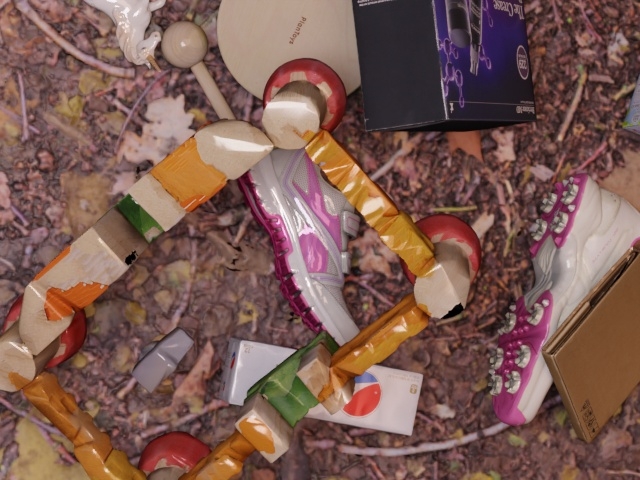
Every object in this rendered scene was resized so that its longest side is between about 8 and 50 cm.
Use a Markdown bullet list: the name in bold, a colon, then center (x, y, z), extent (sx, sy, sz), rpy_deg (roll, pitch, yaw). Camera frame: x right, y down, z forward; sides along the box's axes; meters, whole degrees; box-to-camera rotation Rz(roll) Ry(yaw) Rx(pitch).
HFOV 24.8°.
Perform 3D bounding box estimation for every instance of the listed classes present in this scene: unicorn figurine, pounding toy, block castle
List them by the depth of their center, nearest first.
- **block castle**: center (-0.091, 0.059, 1.470), extent (0.453, 0.213, 0.303), rpy_deg (-40, 97, 12)
- **unicorn figurine**: center (-0.213, -0.262, 1.595), extent (0.162, 0.060, 0.111), rpy_deg (30, 82, 4)
- **pounding toy**: center (-0.042, -0.235, 1.627), extent (0.237, 0.110, 0.183), rpy_deg (-33, 110, 16)

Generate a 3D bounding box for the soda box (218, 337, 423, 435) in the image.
- **soda box**: center (0.000, 0.164, 1.632), extent (0.216, 0.069, 0.074), rpy_deg (12, 86, -14)

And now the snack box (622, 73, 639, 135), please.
- **snack box**: center (0.483, -0.203, 1.767), extent (0.174, 0.070, 0.207), rpy_deg (21, 83, -14)

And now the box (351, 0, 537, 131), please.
- **box**: center (0.138, -0.213, 1.582), extent (0.103, 0.261, 0.184), rpy_deg (-3, 93, 29)

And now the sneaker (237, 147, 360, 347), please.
- **sneaker**: center (0.000, 0.000, 1.618), extent (0.111, 0.103, 0.252), rpy_deg (-23, 95, -13)

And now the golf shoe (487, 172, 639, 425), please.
- **golf shoe**: center (0.296, 0.080, 1.693), extent (0.140, 0.115, 0.306), rpy_deg (23, 84, -17)

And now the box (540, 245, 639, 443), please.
- **box**: center (0.332, 0.124, 1.677), extent (0.164, 0.021, 0.201), rpy_deg (-47, 140, -15)
